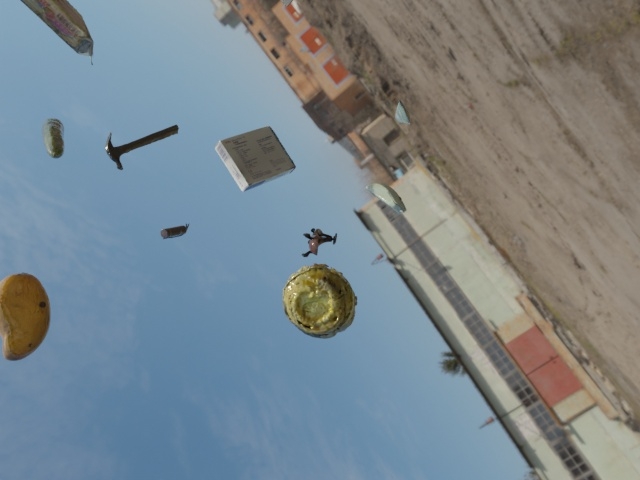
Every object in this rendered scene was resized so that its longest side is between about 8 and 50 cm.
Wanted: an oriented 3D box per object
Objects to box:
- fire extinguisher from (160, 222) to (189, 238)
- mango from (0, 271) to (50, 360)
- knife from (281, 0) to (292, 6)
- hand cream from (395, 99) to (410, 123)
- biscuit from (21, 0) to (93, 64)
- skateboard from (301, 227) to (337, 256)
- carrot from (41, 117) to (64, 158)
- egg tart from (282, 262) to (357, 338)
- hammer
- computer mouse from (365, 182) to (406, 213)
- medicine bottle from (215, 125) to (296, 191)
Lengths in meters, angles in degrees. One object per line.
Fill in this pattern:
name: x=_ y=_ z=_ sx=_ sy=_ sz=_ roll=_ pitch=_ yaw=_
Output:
fire extinguisher: x=-0.662 y=-0.042 z=2.322 sx=0.043 sy=0.064 sz=0.158 roll=25 pitch=-161 yaw=22
mango: x=-1.022 y=0.257 z=1.737 sx=0.120 sy=0.177 sz=0.295 roll=160 pitch=104 yaw=-68
knife: x=-0.176 y=-1.009 z=1.938 sx=0.245 sy=0.072 sz=0.019 roll=59 pitch=-148 yaw=5
hand cream: x=0.292 y=-0.450 z=1.798 sx=0.086 sy=0.055 sz=0.235 roll=62 pitch=-168 yaw=-7
biscuit: x=-0.770 y=-0.669 z=1.454 sx=0.309 sy=0.079 sz=0.186 roll=48 pitch=-168 yaw=-54
skateboard: x=0.000 y=0.000 z=1.435 sx=0.151 sy=0.080 sz=0.067 roll=-54 pitch=-30 yaw=-71
carrot: x=-0.901 y=-0.344 z=1.710 sx=0.074 sy=0.074 sz=0.358 roll=43 pitch=-178 yaw=-38
egg tart: x=-0.008 y=0.220 z=1.741 sx=0.279 sy=0.279 sz=0.095 roll=51 pitch=-161 yaw=-8
hammer: x=-0.595 y=-0.339 z=1.725 sx=0.297 sy=0.027 sz=0.125 roll=-37 pitch=-71 yaw=-45
computer mouse: x=0.226 y=-0.147 z=1.679 sx=0.089 sy=0.056 sz=0.181 roll=24 pitch=-165 yaw=-47
medicine bottle: x=-0.195 y=-0.256 z=1.547 sx=0.201 sy=0.052 sz=0.171 roll=-30 pitch=-96 yaw=-40
